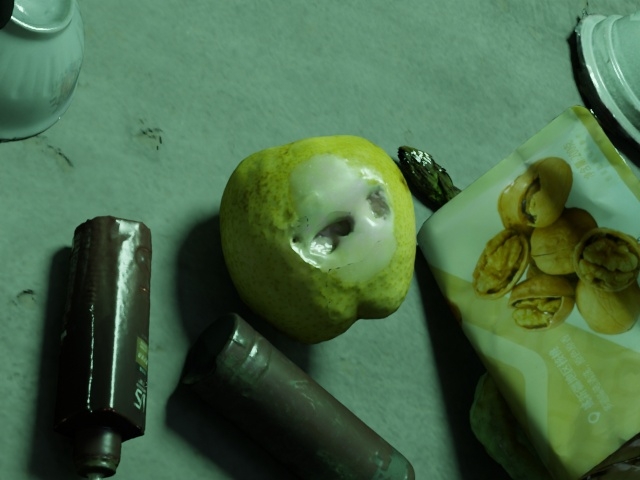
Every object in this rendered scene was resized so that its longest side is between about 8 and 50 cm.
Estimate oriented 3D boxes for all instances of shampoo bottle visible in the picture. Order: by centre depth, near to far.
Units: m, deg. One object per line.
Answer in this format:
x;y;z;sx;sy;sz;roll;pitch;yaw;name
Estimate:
-0.161;0.095;1.094;0.068;0.067;0.236;28;50;-43;shampoo bottle

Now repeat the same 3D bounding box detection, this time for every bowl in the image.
-0.247;-0.180;1.148;0.189;0.086;0.189;23;53;-34;bowl

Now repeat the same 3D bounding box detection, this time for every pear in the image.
0.000;0.000;1.233;0.178;0.178;0.178;23;54;-35;pear

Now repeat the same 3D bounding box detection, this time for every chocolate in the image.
0.418;-0.208;1.775;0.221;0.147;0.221;22;57;-39;chocolate

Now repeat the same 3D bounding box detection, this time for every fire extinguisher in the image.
-0.003;0.174;1.210;0.267;0.072;0.089;42;80;-20;fire extinguisher

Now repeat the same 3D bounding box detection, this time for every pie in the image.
0.257;0.191;1.413;0.248;0.090;0.201;32;50;-5;pie

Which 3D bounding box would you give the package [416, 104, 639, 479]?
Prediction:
0.262;0.068;1.375;0.165;0.221;0.311;33;21;-51;package

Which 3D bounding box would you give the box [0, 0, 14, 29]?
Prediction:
-0.319;-0.316;1.110;0.211;0.058;0.350;6;61;-12;box

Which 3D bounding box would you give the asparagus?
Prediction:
0.134;-0.039;1.488;0.165;0.030;0.036;44;68;-20;asparagus
